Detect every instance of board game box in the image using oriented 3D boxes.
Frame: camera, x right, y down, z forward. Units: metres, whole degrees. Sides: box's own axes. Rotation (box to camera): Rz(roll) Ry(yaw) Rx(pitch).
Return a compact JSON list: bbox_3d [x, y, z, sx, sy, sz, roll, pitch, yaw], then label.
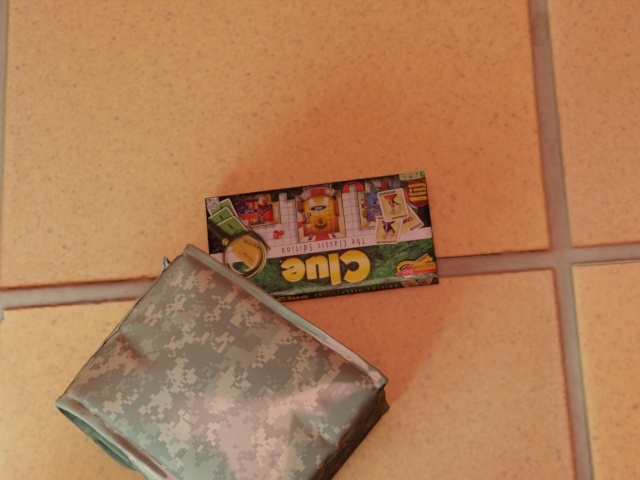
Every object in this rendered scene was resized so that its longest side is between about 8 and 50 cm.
[{"bbox_3d":[0.000,0.000,1.873,0.259,0.030,0.136,-8,70,3],"label":"board game box"}]

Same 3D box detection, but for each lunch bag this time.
[{"bbox_3d":[-0.108,0.169,1.743,0.287,0.169,0.235,36,76,13],"label":"lunch bag"}]
